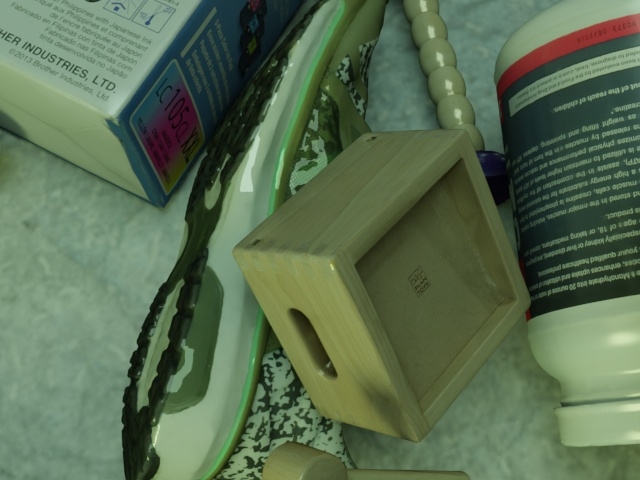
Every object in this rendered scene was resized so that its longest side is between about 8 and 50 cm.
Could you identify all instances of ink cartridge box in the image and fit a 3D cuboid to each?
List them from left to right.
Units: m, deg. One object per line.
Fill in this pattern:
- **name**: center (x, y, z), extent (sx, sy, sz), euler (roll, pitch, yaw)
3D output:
- **ink cartridge box**: center (-0.143, -0.263, 0.764), extent (0.270, 0.151, 0.395), euler (27, 72, 13)

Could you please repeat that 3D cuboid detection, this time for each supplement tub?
- **supplement tub**: center (0.220, -0.013, 0.611), extent (0.191, 0.191, 0.272), euler (-5, 78, 1)

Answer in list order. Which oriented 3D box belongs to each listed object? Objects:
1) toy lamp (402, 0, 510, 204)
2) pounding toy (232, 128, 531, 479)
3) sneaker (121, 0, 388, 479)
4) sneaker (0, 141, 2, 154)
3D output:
- **toy lamp**: center (0.087, -0.156, 0.752), extent (0.080, 0.080, 0.274), euler (-11, 70, -2)
- **pounding toy**: center (0.023, 0.067, 0.549), extent (0.094, 0.181, 0.206), euler (5, 39, 47)
- **sneaker**: center (0.000, 0.000, 0.683), extent (0.182, 0.158, 0.410), euler (25, 69, -18)
- **sneaker**: center (-0.361, -0.024, 0.727), extent (0.240, 0.091, 0.126), euler (-5, 86, 0)
